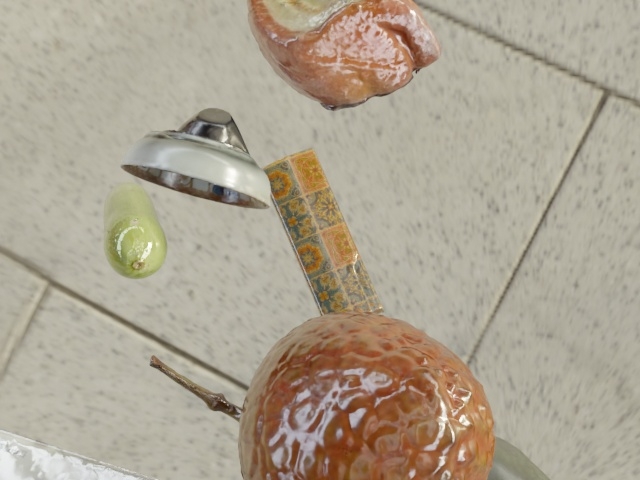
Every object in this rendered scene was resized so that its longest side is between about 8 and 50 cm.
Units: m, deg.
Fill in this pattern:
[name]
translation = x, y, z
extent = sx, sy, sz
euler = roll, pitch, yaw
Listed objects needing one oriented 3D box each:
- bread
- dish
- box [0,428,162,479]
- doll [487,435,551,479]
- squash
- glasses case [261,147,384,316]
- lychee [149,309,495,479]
[bread]
translation = 0.011, -0.268, 1.757
extent = 0.190, 0.123, 0.244
euler = -29, 40, -4
[dish]
translation = -0.104, -0.084, 1.330
extent = 0.141, 0.141, 0.078
euler = 14, 85, 10
[box]
translation = -0.209, 0.295, 1.275
extent = 0.332, 0.145, 0.173
euler = 14, 58, 20
[doll]
translation = 0.060, 0.355, 0.962
extent = 0.382, 0.252, 0.379
euler = -25, 54, 19
[squash]
translation = -0.246, -0.019, 1.914
extent = 0.083, 0.250, 0.083
euler = -4, 110, -10
[glasses case]
translation = 0.000, 0.000, 1.795
extent = 0.075, 0.049, 0.218
euler = -23, 79, 2
[lychee]
translation = 0.012, 0.076, 0.587
extent = 0.101, 0.140, 0.114
euler = -28, 95, -16
